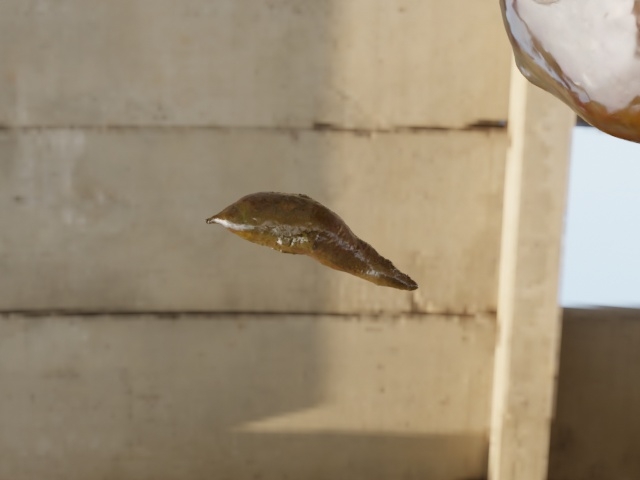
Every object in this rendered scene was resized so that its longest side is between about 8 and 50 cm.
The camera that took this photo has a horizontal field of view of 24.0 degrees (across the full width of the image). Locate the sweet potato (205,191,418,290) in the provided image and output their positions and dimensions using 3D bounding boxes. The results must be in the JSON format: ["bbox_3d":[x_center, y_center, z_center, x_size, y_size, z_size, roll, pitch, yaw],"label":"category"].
[{"bbox_3d":[0.001,-0.007,1.490,0.226,0.068,0.068,20,-168,-11],"label":"sweet potato"}]

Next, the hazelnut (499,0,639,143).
[{"bbox_3d":[0.322,-0.259,1.258,0.366,0.365,0.366,1,-165,0],"label":"hazelnut"}]
